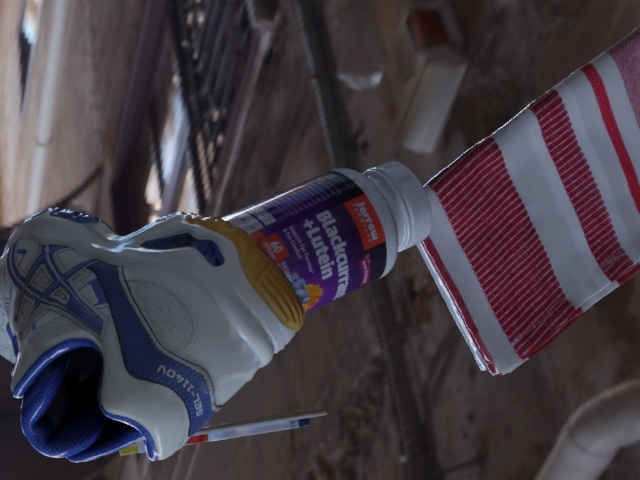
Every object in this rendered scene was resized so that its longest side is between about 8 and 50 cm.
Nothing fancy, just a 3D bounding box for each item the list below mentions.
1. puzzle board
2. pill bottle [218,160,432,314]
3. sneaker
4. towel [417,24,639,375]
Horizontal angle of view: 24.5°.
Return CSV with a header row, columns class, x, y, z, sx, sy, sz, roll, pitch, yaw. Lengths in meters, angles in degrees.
class,x,y,z,sx,sy,sz,roll,pitch,yaw
puzzle board,-0.064,0.117,0.894,0.128,0.096,0.011,-9,-95,-8
pill bottle,0.000,0.000,1.299,0.193,0.108,0.108,-25,-120,-28
sneaker,-0.141,0.058,0.840,0.112,0.296,0.131,50,-119,-19
towel,0.255,-0.038,1.498,0.329,0.237,0.037,-36,-151,-12
